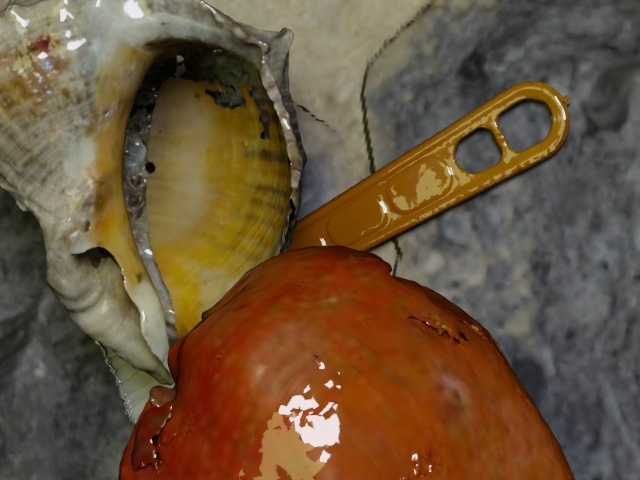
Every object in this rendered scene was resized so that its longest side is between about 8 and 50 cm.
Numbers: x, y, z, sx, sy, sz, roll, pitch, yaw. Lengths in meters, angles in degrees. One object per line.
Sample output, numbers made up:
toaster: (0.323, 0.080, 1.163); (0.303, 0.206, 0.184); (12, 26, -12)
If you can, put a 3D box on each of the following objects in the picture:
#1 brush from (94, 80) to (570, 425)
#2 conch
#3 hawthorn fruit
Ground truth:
brush: (0.000, 0.000, 0.778); (0.314, 0.017, 0.090); (-30, 80, 21)
conch: (-0.091, -0.045, 0.741); (0.178, 0.163, 0.245); (-9, 94, 43)
hawthorn fruit: (0.036, 0.150, 0.666); (0.211, 0.211, 0.299); (-40, 87, 19)
